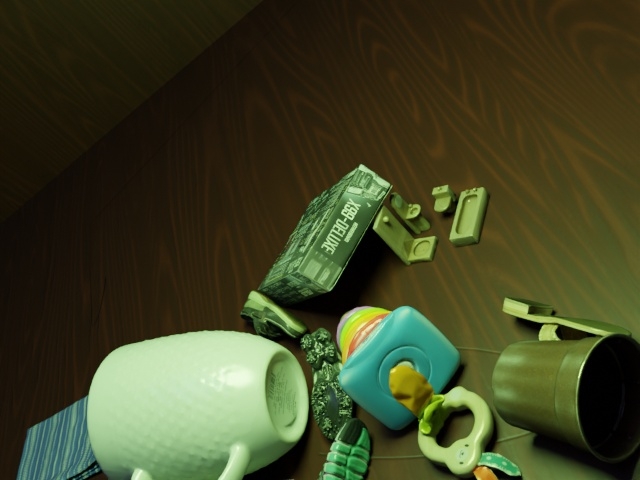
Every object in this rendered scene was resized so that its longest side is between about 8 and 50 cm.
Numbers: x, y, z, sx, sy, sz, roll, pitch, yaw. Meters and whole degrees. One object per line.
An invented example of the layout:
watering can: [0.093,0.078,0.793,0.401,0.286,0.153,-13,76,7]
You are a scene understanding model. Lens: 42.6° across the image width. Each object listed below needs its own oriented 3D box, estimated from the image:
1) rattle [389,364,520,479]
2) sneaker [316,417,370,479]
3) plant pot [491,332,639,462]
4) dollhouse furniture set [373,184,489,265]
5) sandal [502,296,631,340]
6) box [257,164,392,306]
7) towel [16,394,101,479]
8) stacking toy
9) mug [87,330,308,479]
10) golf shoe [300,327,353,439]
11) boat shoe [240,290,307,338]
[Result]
rattle: [0.196,0.277,1.208,0.130,0.143,0.200,-23,31,1]
sneaker: [0.010,0.393,1.330,0.098,0.083,0.224,-15,45,43]
plant pot: [0.337,0.205,1.124,0.165,0.167,0.167,-3,52,55]
dollhouse furniture set: [0.209,-0.054,1.534,0.151,0.123,0.144,-10,48,40]
sandal: [0.363,0.149,1.235,0.240,0.088,0.079,18,100,60]
box: [0.000,0.000,1.629,0.243,0.076,0.307,-60,11,-19]
towel: [-0.595,0.473,1.912,0.336,0.040,0.243,-31,37,21]
stacking toy: [0.092,0.175,1.431,0.175,0.165,0.302,-48,20,-1]
mug: [-0.210,0.331,1.440,0.327,0.276,0.374,-13,38,24]
golf shoe: [0.022,0.258,1.470,0.077,0.094,0.198,-14,67,10]
boat shoe: [-0.100,0.167,1.679,0.073,0.080,0.223,-56,30,-5]
